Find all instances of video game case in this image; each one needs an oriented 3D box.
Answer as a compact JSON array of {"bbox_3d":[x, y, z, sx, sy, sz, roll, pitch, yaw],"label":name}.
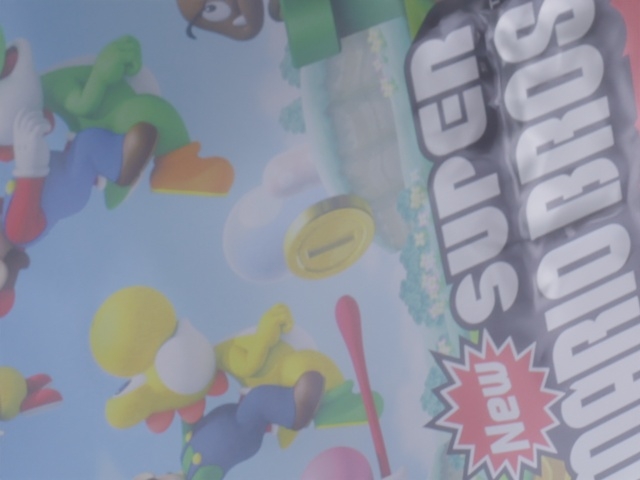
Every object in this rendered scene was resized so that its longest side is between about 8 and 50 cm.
[{"bbox_3d":[0.000,0.000,0.419,0.025,0.285,0.204,27,-46,56],"label":"video game case"}]
